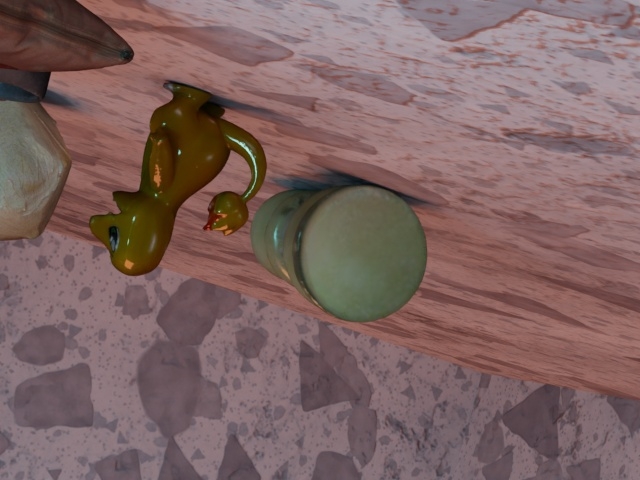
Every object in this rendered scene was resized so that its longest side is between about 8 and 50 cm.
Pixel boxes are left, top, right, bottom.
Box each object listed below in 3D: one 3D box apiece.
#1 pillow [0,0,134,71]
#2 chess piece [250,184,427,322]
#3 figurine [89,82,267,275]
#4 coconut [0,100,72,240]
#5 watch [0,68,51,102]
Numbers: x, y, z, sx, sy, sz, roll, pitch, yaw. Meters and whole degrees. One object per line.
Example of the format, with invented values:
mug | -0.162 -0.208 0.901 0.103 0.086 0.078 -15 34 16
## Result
pillow | -0.277 -0.175 1.355 0.236 0.084 0.223 20 179 36
chess piece | 0.000 0.000 2.056 0.144 0.144 0.251 19 180 -21
figurine | -0.122 -0.040 1.712 0.122 0.176 0.121 32 179 13
coconut | -0.335 -0.075 1.991 0.162 0.161 0.161 52 164 -12
watch | -0.332 -0.170 1.648 0.206 0.068 0.193 15 173 -4
